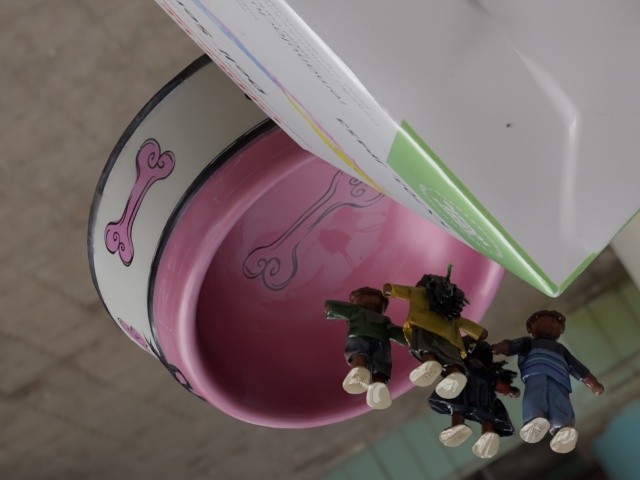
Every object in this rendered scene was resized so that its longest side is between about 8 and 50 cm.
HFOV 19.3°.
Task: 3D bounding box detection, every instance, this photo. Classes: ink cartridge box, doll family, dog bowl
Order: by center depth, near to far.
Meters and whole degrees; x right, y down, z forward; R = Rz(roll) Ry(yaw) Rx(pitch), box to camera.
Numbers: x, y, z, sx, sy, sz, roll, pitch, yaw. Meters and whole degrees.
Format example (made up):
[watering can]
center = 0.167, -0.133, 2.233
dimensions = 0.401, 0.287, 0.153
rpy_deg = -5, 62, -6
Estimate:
[ink cartridge box]
center = 0.007, -0.123, 0.882
dimensions = 0.119, 0.207, 0.353
rpy_deg = -47, -153, -4
[doll family]
center = 0.097, 0.074, 1.241
dimensions = 0.193, 0.111, 0.076
rpy_deg = 31, 122, -20
[dog bowl]
center = 0.000, 0.000, 1.744
dimensions = 0.408, 0.150, 0.408
rpy_deg = -15, 130, -19
